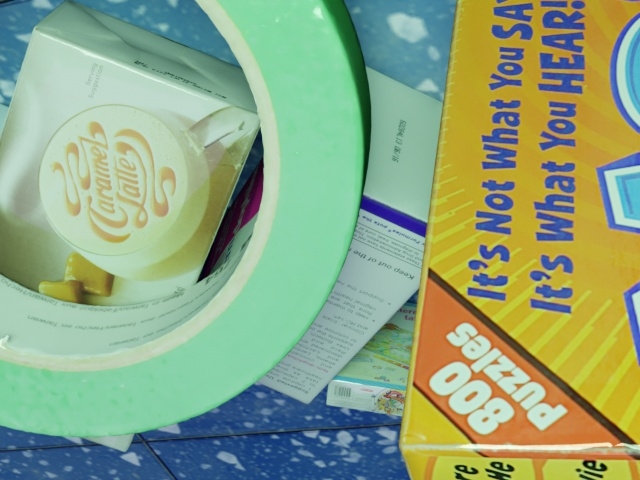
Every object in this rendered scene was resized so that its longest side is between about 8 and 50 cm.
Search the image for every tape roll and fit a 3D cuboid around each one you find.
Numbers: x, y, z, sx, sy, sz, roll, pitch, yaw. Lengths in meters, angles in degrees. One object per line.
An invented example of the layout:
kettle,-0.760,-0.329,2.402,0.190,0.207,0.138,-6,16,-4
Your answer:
tape roll,-0.134,-0.054,0.584,0.321,0.077,0.321,2,110,5

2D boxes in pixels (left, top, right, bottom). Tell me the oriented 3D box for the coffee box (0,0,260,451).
coffee box,-0.142,-0.007,0.702,0.141,0.098,0.246,21,110,-9

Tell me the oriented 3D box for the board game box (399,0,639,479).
board game box,0.263,0.050,0.549,0.356,0.356,0.356,-3,136,16

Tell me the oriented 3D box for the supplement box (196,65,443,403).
supplement box,0.000,0.000,0.740,0.114,0.111,0.220,23,137,-12

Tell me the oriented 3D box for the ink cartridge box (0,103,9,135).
ink cartridge box,-0.245,-0.019,0.817,0.311,0.065,0.186,21,138,-14

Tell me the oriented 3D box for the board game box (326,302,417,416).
board game box,0.087,0.091,0.827,0.154,0.103,0.026,9,125,4
